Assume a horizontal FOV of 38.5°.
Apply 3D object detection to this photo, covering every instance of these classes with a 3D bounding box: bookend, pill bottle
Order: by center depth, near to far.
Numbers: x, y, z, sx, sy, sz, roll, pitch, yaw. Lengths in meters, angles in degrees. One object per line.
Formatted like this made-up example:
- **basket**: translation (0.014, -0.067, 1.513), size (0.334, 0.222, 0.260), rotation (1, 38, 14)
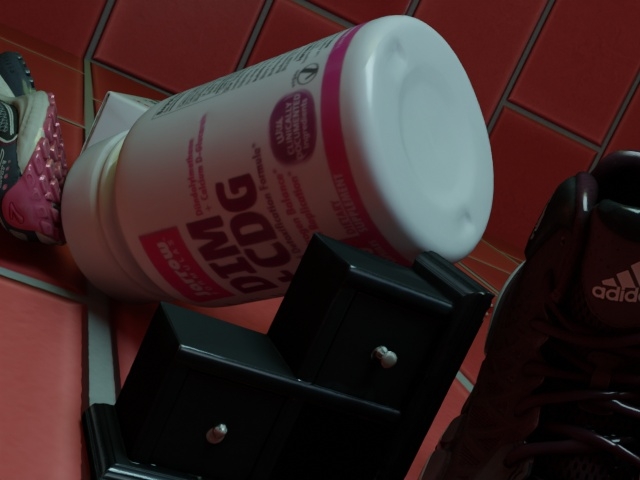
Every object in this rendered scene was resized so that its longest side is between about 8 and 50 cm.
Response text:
- **bookend**: translation (-0.018, 0.062, 0.478), size (0.156, 0.157, 0.072), rotation (22, 9, -24)
- **pill bottle**: translation (-0.039, -0.039, 0.642), size (0.283, 0.160, 0.160), rotation (-13, -16, 36)

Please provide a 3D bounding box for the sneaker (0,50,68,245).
- **sneaker**: translation (-0.280, -0.073, 0.767), size (0.112, 0.121, 0.299), rotation (-13, 28, -25)

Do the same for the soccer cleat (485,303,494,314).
- **soccer cleat**: translation (0.226, 0.090, 1.389), size (0.083, 0.029, 0.035), rotation (17, 15, -20)

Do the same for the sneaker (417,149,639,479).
- **sneaker**: translation (0.101, 0.067, 0.378), size (0.106, 0.162, 0.281), rotation (13, 49, 7)

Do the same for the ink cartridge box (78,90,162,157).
- **ink cartridge box**: translation (-0.138, -0.079, 1.103), size (0.198, 0.114, 0.273), rotation (26, 9, 9)
